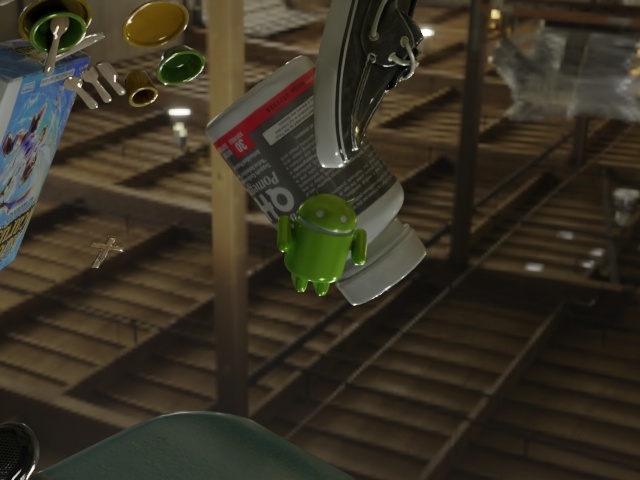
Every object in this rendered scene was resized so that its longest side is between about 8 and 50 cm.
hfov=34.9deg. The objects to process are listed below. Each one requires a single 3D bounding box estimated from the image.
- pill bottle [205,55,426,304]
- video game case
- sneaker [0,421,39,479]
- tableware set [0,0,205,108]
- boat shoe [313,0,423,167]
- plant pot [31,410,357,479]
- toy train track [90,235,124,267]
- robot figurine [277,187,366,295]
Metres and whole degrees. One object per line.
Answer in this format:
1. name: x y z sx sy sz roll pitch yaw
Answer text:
1. pill bottle: 0.002 -0.076 1.388 0.176 0.318 0.176 -36 -174 5
2. video game case: -0.313 -0.062 0.949 0.061 0.244 0.269 25 -166 -4
3. sneaker: -0.412 0.264 1.074 0.227 0.087 0.130 -23 173 2
4. tableware set: -0.138 -0.135 0.688 0.104 0.154 0.024 -25 -114 1
5. boat shoe: 0.044 -0.161 0.808 0.070 0.219 0.078 9 168 14
6. plant pot: -0.090 0.295 0.906 0.247 0.248 0.252 26 -151 20
7. toy train track: -0.323 0.014 1.514 0.048 0.083 0.014 9 -127 -28
8. robot figurine: 0.000 0.000 1.105 0.101 0.115 0.067 11 -159 -14
